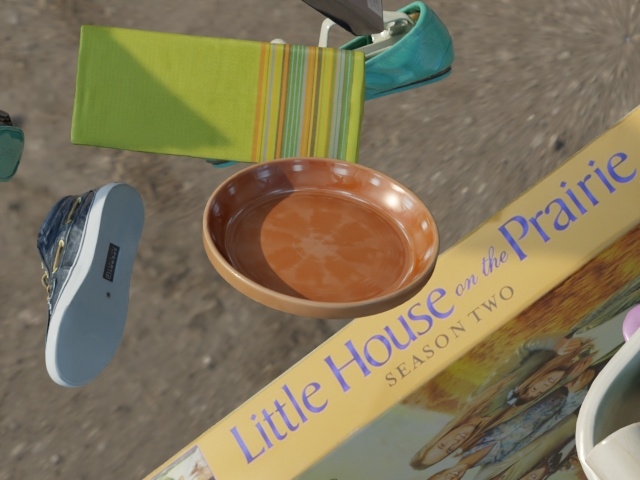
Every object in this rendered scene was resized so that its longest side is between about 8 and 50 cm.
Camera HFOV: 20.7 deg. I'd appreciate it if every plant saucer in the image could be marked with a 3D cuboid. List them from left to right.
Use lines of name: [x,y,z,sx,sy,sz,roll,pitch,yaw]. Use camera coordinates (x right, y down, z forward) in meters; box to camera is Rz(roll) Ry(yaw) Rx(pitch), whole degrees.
plant saucer: [0.000,0.000,0.616,0.083,0.083,0.013,14,128,8]

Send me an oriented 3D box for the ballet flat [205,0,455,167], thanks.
ballet flat: [-0.002,-0.148,1.541,0.247,0.083,0.087,-23,113,-10]

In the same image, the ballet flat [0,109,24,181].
ballet flat: [-0.243,-0.067,1.120,0.074,0.203,0.074,0,88,1]

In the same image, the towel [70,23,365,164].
towel: [-0.082,-0.116,1.437,0.237,0.021,0.102,5,86,-3]

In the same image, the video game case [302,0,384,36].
video game case: [-0.003,-0.271,1.043,0.026,0.196,0.274,-7,87,13]

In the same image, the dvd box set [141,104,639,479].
dvd box set: [0.100,0.101,1.029,0.420,0.307,0.062,-37,60,7]

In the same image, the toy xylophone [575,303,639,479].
toy xylophone: [0.207,0.170,0.743,0.081,0.236,0.323,-34,73,1]

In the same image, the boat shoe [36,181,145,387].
boat shoe: [-0.205,0.040,1.473,0.083,0.065,0.183,-9,57,43]
